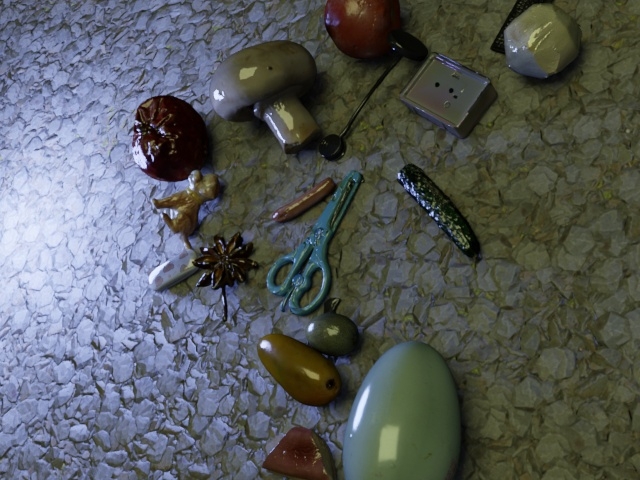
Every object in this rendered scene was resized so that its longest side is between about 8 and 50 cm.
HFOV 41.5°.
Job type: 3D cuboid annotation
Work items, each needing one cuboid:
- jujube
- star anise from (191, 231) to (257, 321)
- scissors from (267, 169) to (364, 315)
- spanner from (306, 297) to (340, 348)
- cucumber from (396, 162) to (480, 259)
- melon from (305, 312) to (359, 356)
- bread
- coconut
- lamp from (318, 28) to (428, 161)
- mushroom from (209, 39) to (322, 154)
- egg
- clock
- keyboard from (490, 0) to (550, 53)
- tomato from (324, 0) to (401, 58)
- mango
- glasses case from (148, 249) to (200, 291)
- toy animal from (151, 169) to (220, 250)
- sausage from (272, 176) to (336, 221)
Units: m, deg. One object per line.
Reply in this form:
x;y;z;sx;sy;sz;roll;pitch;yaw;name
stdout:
-0.418;-0.274;2.331;0.212;0.213;0.232;-23;54;20;jujube
-0.255;0.083;2.141;0.177;0.073;0.234;16;61;26;star anise
0.000;0.000;2.058;0.180;0.032;0.393;25;83;35;scissors
-0.013;0.223;1.981;0.046;0.012;0.209;29;86;37;spanner
0.276;-0.066;1.907;0.067;0.067;0.293;-43;55;8;cucumber
0.026;0.212;1.910;0.130;0.098;0.098;5;72;37;melon
-0.034;0.472;1.848;0.192;0.067;0.119;7;80;34;bread
0.489;-0.438;1.889;0.162;0.161;0.161;-47;54;6;coconut
0.103;-0.367;2.091;0.371;0.108;0.130;-42;53;17;lamp
-0.130;-0.357;2.183;0.292;0.292;0.290;-25;88;19;mushroom
0.165;0.378;1.673;0.229;0.230;0.371;-1;65;30;egg
0.301;-0.345;2.008;0.192;0.071;0.147;36;90;36;clock
0.493;-0.543;2.012;0.093;0.025;0.230;26;84;38;keyboard
0.103;-0.563;2.139;0.184;0.208;0.208;-1;69;27;tomato
-0.052;0.290;1.899;0.253;0.138;0.113;27;63;39;mango
-0.388;0.081;2.245;0.164;0.041;0.063;-29;61;18;glasses case
-0.329;-0.083;2.272;0.185;0.104;0.184;-35;88;-8;toy animal
-0.043;-0.097;2.122;0.186;0.043;0.043;-32;56;15;sausage
